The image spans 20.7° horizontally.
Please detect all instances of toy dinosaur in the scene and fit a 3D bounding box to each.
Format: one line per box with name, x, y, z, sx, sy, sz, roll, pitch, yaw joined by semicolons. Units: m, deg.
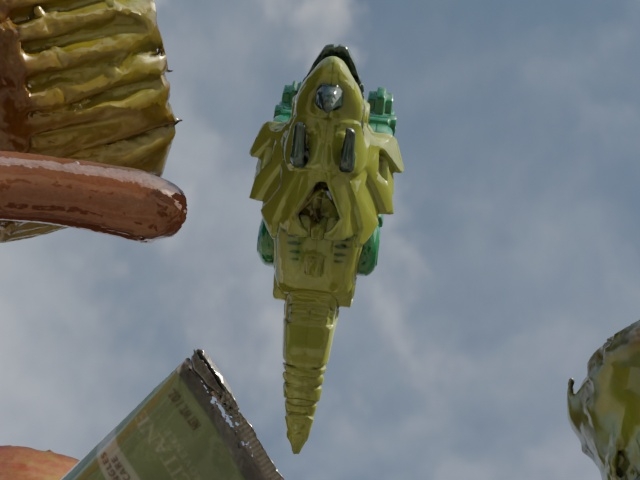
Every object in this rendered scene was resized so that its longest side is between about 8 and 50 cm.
toy dinosaur;0.000;0.000;1.085;0.094;0.153;0.259;7;-70;4

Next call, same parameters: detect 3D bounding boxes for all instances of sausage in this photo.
sausage;-0.152;-0.024;0.943;0.177;0.047;0.040;7;-50;-34

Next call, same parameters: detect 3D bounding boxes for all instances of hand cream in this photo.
hand cream;-0.107;0.140;0.847;0.235;0.055;0.086;-37;-96;37

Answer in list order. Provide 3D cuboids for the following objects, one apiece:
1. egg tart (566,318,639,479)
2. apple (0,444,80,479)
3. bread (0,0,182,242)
egg tart;0.208;0.104;0.804;0.197;0.078;0.197;11;-44;11
apple;-0.235;0.305;1.246;0.251;0.163;0.293;24;-63;2
bread;-0.202;-0.120;1.078;0.142;0.253;0.227;-16;-44;-30
